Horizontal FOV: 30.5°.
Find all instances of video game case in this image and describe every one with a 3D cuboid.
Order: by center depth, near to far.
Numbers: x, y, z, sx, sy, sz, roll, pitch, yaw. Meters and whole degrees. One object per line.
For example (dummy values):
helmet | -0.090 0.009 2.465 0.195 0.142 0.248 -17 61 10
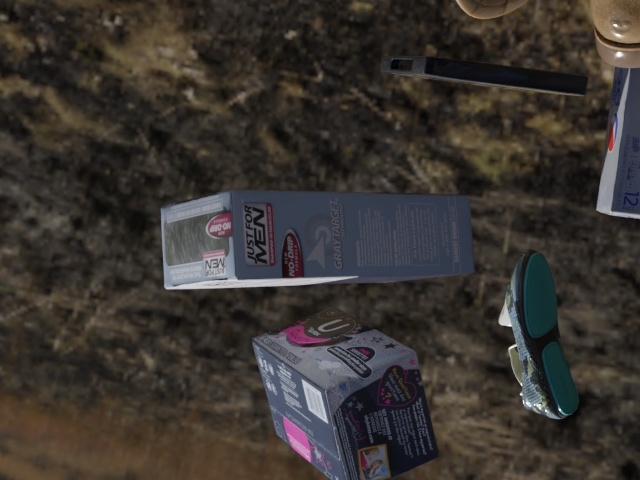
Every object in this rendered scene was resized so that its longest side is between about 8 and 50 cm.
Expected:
video game case | 0.264 -0.275 1.940 0.275 0.035 0.248 5 -172 -14

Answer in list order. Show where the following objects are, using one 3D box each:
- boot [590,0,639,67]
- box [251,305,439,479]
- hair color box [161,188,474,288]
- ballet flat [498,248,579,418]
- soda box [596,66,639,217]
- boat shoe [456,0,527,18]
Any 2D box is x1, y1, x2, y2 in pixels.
boot | 0.390 -0.241 1.029 0.305 0.112 0.115 -11 133 14
box | 0.031 0.207 1.589 0.142 0.163 0.247 -20 -161 -22
hair color box | 0.000 0.000 1.539 0.374 0.113 0.185 -1 175 -35
ballet flat | 0.223 0.102 1.254 0.070 0.188 0.070 -12 -173 2
soda box | 0.385 -0.166 1.326 0.098 0.286 0.091 6 -177 2
boat shoe | 0.102 -0.312 0.899 0.109 0.098 0.302 -22 137 3
